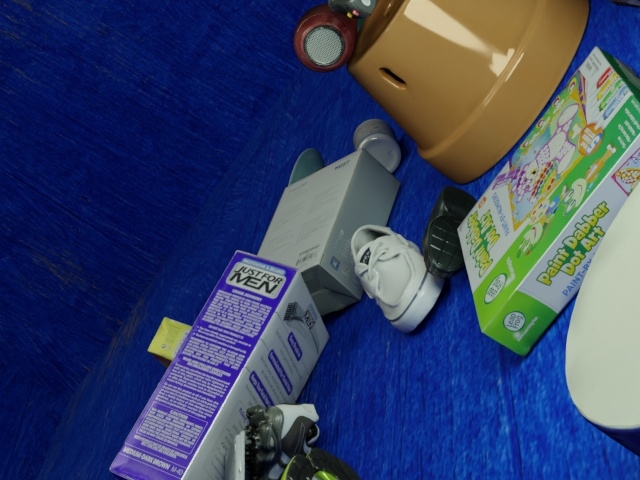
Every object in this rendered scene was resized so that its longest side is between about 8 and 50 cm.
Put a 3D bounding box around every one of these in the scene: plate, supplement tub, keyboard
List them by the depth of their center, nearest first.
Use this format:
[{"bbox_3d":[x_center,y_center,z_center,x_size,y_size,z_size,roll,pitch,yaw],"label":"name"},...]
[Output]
[{"bbox_3d":[-0.101,0.351,1.472,0.072,0.014,0.256,113,159,-53],"label":"keyboard"},{"bbox_3d":[0.088,-0.146,1.983,0.071,0.071,0.107,-55,12,15],"label":"supplement tub"},{"bbox_3d":[-0.014,-0.058,2.086,0.188,0.024,0.188,7,-90,-71],"label":"plate"}]

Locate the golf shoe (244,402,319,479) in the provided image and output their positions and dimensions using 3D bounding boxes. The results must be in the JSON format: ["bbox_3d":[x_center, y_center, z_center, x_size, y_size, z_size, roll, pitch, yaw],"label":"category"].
[{"bbox_3d":[-0.045,0.263,1.561,0.198,0.094,0.077,102,149,-57],"label":"golf shoe"}]

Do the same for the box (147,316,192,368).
[{"bbox_3d":[-0.153,0.188,1.795,0.058,0.087,0.232,-64,-28,-19],"label":"box"}]

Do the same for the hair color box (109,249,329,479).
[{"bbox_3d":[-0.122,0.206,1.650,0.338,0.110,0.185,-59,-28,-24],"label":"hair color box"}]

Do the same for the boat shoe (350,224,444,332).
[{"bbox_3d":[0.081,0.039,1.533,0.095,0.084,0.258,-58,12,3],"label":"boat shoe"}]

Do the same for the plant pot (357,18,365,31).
[{"bbox_3d":[0.173,-0.428,1.867,0.293,0.293,0.235,-53,-2,24],"label":"plant pot"}]

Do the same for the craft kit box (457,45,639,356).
[{"bbox_3d":[0.233,-0.045,1.216,0.246,0.061,0.250,-57,12,19],"label":"craft kit box"}]

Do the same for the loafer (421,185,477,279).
[{"bbox_3d":[0.145,0.003,1.450,0.061,0.062,0.170,-64,-1,31],"label":"loafer"}]

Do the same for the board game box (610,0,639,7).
[{"bbox_3d":[0.356,-0.369,1.288,0.232,0.141,0.291,-57,12,8],"label":"board game box"}]

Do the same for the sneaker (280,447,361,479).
[{"bbox_3d":[-0.028,0.346,1.234,0.121,0.111,0.300,-63,2,35],"label":"sneaker"}]

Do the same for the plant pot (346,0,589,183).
[{"bbox_3d":[0.167,-0.244,1.596,0.291,0.203,0.291,-56,12,19],"label":"plant pot"}]

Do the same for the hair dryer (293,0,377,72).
[{"bbox_3d":[0.057,-0.298,1.578,0.223,0.080,0.293,-47,12,-25],"label":"hair dryer"}]

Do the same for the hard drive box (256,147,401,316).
[{"bbox_3d":[0.000,0.000,1.843,0.181,0.089,0.232,-24,34,43],"label":"hard drive box"}]

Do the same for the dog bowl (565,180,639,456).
[{"bbox_3d":[0.270,0.025,0.770,0.265,0.104,0.265,-55,12,18],"label":"dog bowl"}]
